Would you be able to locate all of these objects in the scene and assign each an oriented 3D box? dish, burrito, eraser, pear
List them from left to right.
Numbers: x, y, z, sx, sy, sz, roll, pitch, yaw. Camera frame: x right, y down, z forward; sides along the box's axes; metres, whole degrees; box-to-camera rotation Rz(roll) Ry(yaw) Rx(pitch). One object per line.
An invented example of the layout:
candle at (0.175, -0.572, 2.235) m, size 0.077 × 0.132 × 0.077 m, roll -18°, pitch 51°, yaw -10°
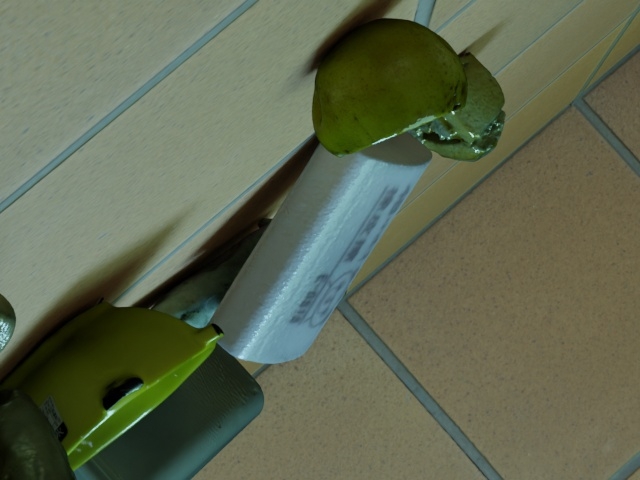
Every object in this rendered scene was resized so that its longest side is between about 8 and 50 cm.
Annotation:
dish at (-0.227, 0.139, 1.851) m, size 0.221 × 0.108 × 0.262 m, roll -34°, pitch 173°, yaw -47°
burrito at (-0.139, 0.072, 2.129) m, size 0.309 × 0.066 × 0.096 m, roll -37°, pitch 168°, yaw -40°
eraser at (0.000, 0.000, 2.069) m, size 0.270 × 0.095 × 0.174 m, roll -58°, pitch 159°, yaw 18°
pear at (0.054, -0.138, 1.661) m, size 0.141 × 0.104 × 0.141 m, roll -18°, pitch -179°, yaw 0°

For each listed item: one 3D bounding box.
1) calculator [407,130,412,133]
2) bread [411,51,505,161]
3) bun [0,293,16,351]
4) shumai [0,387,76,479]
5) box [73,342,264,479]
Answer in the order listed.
calculator at (0.069, -0.117, 2.231) m, size 0.100 × 0.032 × 0.175 m, roll -39°, pitch 173°, yaw -16°
bread at (0.169, -0.147, 2.306) m, size 0.103 × 0.110 × 0.156 m, roll -45°, pitch 176°, yaw -20°
bun at (-0.260, 0.062, 1.353) m, size 0.086 × 0.055 × 0.086 m, roll -36°, pitch 159°, yaw -16°
shumai at (-0.338, 0.304, 1.486) m, size 0.323 × 0.324 × 0.397 m, roll -10°, pitch 168°, yaw -25°
box at (-0.282, 0.301, 2.394) m, size 0.352 × 0.177 × 0.344 m, roll -46°, pitch 174°, yaw 36°
